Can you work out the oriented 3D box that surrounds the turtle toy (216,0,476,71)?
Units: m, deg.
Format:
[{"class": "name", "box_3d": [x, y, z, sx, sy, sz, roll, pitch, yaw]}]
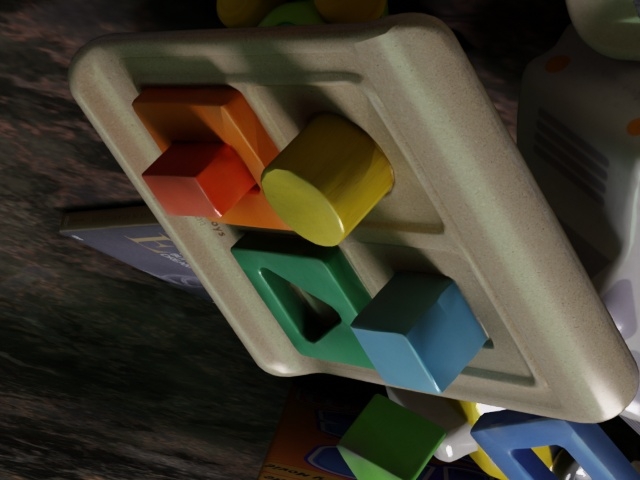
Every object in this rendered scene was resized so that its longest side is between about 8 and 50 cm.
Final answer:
[{"class": "turtle toy", "box_3d": [-0.005, -0.060, 0.712, 0.130, 0.066, 0.095, 0, 159, 37]}]

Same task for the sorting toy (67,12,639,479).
[{"class": "sorting toy", "box_3d": [0.000, 0.000, 0.664, 0.196, 0.047, 0.347, 1, 132, 47]}]

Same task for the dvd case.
[{"class": "dvd case", "box_3d": [-0.026, 0.013, 1.059, 0.221, 0.018, 0.164, -4, 157, 44]}]

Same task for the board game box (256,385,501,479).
[{"class": "board game box", "box_3d": [0.103, 0.341, 1.277, 0.356, 0.356, 0.356, 12, -174, 2]}]

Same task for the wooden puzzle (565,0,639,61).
[{"class": "wooden puzzle", "box_3d": [0.161, -0.098, 0.506, 0.221, 0.044, 0.238, 7, 163, 19]}]

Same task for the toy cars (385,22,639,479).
[{"class": "toy cars", "box_3d": [0.094, 0.045, 0.791, 0.087, 0.176, 0.393, -28, 170, -13]}]

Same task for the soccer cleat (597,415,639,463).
[{"class": "soccer cleat", "box_3d": [0.304, 0.119, 1.019, 0.318, 0.108, 0.116, 2, 159, 20]}]

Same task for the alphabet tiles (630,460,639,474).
[{"class": "alphabet tiles", "box_3d": [0.328, 0.156, 0.950, 0.343, 0.011, 0.285, 4, 159, 4]}]
